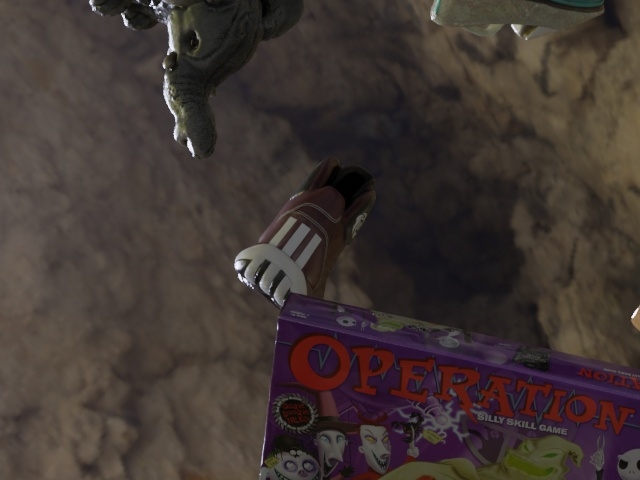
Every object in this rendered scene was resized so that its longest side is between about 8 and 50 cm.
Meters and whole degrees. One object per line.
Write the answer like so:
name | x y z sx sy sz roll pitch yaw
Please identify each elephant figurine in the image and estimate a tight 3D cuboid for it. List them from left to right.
elephant figurine | -0.102 -0.220 1.446 0.169 0.186 0.239 -16 -140 -30

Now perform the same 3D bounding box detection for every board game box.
board game box | 0.128 0.171 1.177 0.347 0.208 0.056 12 -154 9

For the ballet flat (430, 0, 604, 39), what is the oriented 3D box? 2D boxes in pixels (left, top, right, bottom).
ballet flat | 0.155 -0.187 1.234 0.057 0.168 0.052 56 -49 40

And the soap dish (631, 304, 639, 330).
soap dish | 0.313 0.029 0.647 0.229 0.118 0.291 -41 -124 -13

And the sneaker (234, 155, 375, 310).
sneaker | 0.000 0.000 1.569 0.106 0.281 0.162 37 -95 1
